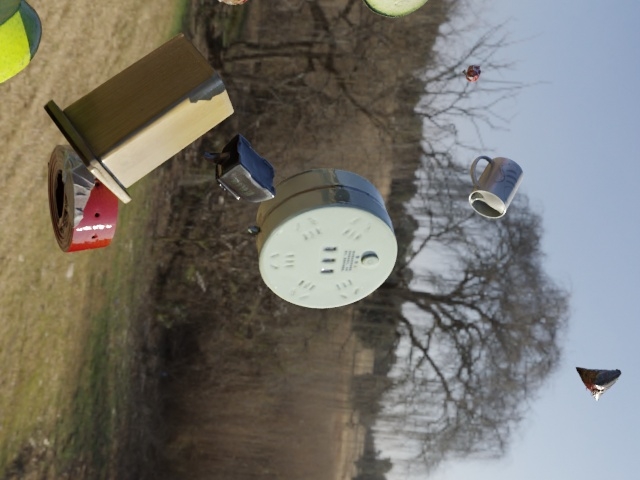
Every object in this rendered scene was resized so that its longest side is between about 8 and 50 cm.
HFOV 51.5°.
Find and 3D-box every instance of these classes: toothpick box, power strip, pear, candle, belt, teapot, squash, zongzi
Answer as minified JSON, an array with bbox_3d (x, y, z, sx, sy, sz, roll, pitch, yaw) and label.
[{"bbox_3d":[-0.353,-0.257,1.354,0.187,0.308,0.190,50,-9,20],"label":"toothpick box"},{"bbox_3d":[0.000,0.000,1.627,0.161,0.358,0.357,-100,-172,-49],"label":"power strip"},{"bbox_3d":[-0.644,-0.374,1.195,0.159,0.293,0.292,108,-8,-52],"label":"pear"},{"bbox_3d":[0.447,-0.496,1.957,0.048,0.053,0.162,55,23,-10],"label":"candle"},{"bbox_3d":[-0.588,-0.114,1.629,0.227,0.115,0.323,57,-40,28],"label":"belt"},{"bbox_3d":[-0.163,-0.130,1.327,0.177,0.096,0.087,42,31,-44],"label":"teapot"},{"bbox_3d":[0.185,-0.660,1.619,0.041,0.219,0.219,-104,-167,-57],"label":"squash"},{"bbox_3d":[0.552,0.289,1.322,0.073,0.067,0.083,67,-20,-7],"label":"zongzi"}]

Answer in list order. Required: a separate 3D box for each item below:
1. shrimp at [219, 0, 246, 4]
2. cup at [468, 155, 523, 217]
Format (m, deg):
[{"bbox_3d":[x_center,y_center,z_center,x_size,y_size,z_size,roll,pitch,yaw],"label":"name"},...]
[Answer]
[{"bbox_3d":[-0.174,-0.502,1.313,0.073,0.075,0.190,44,-2,-37],"label":"shrimp"},{"bbox_3d":[0.444,-0.148,1.685,0.133,0.099,0.136,-54,140,-27],"label":"cup"}]
